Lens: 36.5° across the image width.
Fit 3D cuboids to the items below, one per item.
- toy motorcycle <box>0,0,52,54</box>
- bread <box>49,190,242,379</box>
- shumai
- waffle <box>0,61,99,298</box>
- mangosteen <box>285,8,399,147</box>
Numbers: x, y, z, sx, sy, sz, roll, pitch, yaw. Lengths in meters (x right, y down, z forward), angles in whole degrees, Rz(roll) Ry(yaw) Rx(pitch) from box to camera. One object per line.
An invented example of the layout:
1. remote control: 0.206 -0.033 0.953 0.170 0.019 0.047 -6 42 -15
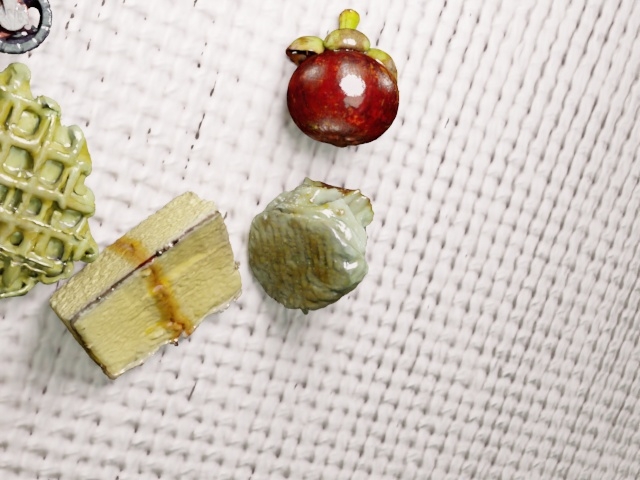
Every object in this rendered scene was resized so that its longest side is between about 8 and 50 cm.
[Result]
1. toy motorcycle: -0.373 -0.355 1.064 0.171 0.089 0.298 -1 107 -24
2. bread: -0.199 0.077 1.253 0.240 0.135 0.178 -38 118 -13
3. shumai: -0.003 0.004 1.353 0.142 0.184 0.184 -27 119 -49
4. waffle: -0.421 -0.051 1.144 0.317 0.073 0.297 -22 114 -18
5. mangosteen: 0.034 -0.213 1.270 0.156 0.146 0.181 12 100 -25
